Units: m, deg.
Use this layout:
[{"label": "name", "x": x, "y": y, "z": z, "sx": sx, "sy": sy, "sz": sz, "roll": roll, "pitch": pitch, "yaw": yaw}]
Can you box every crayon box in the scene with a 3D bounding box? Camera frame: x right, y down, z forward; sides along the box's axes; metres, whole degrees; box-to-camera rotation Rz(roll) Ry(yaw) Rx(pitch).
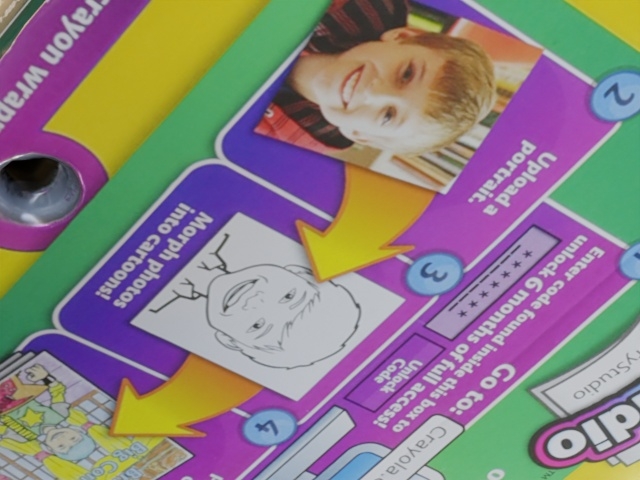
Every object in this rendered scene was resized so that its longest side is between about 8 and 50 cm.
[{"label": "crayon box", "x": 0.000, "y": 0.000, "z": 0.642, "sx": 0.313, "sy": 0.106, "sz": 0.363, "roll": 28, "pitch": 121, "yaw": -31}]
